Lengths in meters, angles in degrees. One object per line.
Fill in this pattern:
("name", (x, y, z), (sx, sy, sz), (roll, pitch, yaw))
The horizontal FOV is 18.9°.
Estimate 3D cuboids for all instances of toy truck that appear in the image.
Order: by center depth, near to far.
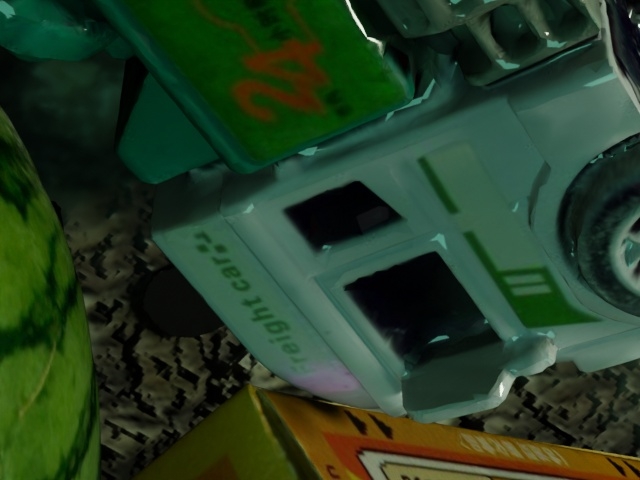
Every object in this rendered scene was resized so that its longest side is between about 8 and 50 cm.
("toy truck", (-0.017, -0.109, 0.472), (0.178, 0.176, 0.363), (-25, 128, 24))

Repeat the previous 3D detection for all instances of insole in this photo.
("insole", (0.000, 0.000, 0.659), (0.135, 0.002, 0.045), (-26, 127, 13))

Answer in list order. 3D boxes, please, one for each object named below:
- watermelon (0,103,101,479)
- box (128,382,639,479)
("watermelon", (-0.146, 0.037, 0.476), (0.189, 0.331, 0.331), (-23, 130, -10))
("box", (0.044, 0.214, 0.617), (0.214, 0.259, 0.283), (-37, 152, 22))
